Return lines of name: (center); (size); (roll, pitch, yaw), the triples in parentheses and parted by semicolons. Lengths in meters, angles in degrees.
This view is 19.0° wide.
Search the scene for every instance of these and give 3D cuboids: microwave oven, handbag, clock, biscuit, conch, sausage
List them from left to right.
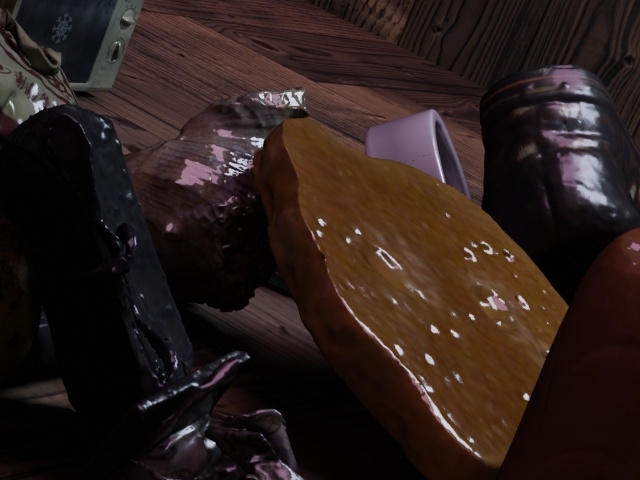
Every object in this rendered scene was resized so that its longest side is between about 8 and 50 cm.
handbag: (-0.291, -0.131, 1.697); (0.213, 0.127, 0.235); (37, 9, -44)
microwave oven: (-0.341, -0.254, 2.087); (0.194, 0.145, 0.240); (26, 13, 23)
handbag: (-0.129, 0.036, 1.170); (0.088, 0.270, 0.175); (-20, 19, -9)
conch: (-0.093, -0.031, 1.545); (0.163, 0.245, 0.178); (44, -18, -10)
clock: (0.104, -0.021, 1.800); (0.068, 0.197, 0.197); (-16, 9, 11)
biscuit: (0.106, 0.080, 1.450); (0.365, 0.062, 0.385); (24, 29, -42)
sausage: (0.156, 0.138, 1.037); (0.121, 0.304, 0.121); (18, 19, -6)

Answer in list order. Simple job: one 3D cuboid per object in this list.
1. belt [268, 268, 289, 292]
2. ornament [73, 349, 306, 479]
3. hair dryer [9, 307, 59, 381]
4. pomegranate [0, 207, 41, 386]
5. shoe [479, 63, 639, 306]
belt: (-0.004, 0.000, 1.782); (0.147, 0.082, 0.163); (28, 15, 4)
ornament: (-0.035, 0.177, 0.969); (0.196, 0.166, 0.153); (40, 17, 8)
hair dryer: (-0.254, 0.041, 1.311); (0.195, 0.050, 0.173); (24, 10, 21)
pomegranate: (-0.238, 0.045, 1.088); (0.156, 0.156, 0.220); (19, 19, -13)
shoe: (0.270, 0.005, 1.992); (0.171, 0.237, 0.384); (-10, -30, 11)
